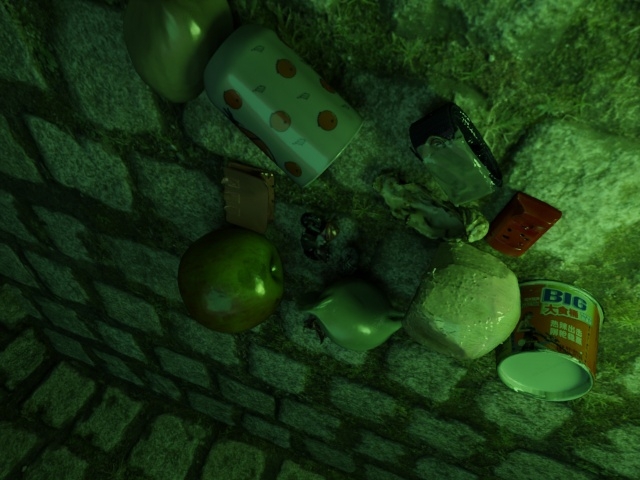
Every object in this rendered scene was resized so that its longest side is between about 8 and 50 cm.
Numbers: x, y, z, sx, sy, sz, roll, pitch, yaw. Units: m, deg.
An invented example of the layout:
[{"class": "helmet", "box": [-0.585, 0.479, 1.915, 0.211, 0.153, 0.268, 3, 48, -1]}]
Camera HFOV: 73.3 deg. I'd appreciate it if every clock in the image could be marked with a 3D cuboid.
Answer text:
[{"class": "clock", "box": [0.481, -0.029, 1.039, 0.113, 0.061, 0.155, 25, 140, 2]}]

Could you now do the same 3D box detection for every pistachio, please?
[{"class": "pistachio", "box": [-0.312, -0.438, 0.950, 0.225, 0.208, 0.332, -8, 156, -27]}]

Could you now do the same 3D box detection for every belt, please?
[{"class": "belt", "box": [0.286, -0.177, 0.930, 0.126, 0.140, 0.230, -23, 123, 39]}]

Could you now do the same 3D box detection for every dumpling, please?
[{"class": "dumpling", "box": [0.114, 0.217, 1.370, 0.320, 0.270, 0.211, 44, 114, -10]}]

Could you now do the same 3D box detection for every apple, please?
[{"class": "apple", "box": [-0.273, 0.119, 1.371, 0.339, 0.340, 0.340, 14, 136, 14]}]

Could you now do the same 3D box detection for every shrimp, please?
[{"class": "shrimp", "box": [0.084, 0.074, 1.345, 0.065, 0.057, 0.165, -2, 137, -16]}]

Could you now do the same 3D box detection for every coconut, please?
[{"class": "coconut", "box": [0.374, 0.164, 1.119, 0.254, 0.297, 0.297, 28, 139, 17]}]

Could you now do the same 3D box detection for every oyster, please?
[{"class": "oyster", "box": [0.265, -0.090, 1.059, 0.294, 0.094, 0.166, 38, 161, 10]}]

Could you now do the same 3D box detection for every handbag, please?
[{"class": "handbag", "box": [-0.219, -0.129, 1.298, 0.157, 0.059, 0.213, 17, 135, 10]}]

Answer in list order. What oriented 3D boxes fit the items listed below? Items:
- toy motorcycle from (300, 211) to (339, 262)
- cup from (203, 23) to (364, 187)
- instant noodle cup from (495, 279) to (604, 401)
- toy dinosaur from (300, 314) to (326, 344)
[{"class": "toy motorcycle", "box": [0.000, 0.000, 1.297, 0.118, 0.084, 0.213, 14, 144, 13]}, {"class": "cup", "box": [-0.087, -0.302, 0.951, 0.317, 0.212, 0.212, 42, 136, -13]}, {"class": "instant noodle cup", "box": [0.606, 0.279, 1.161, 0.296, 0.214, 0.297, 15, 136, 15]}, {"class": "toy dinosaur", "box": [-0.025, 0.332, 1.673, 0.108, 0.032, 0.220, 5, 131, 26]}]
